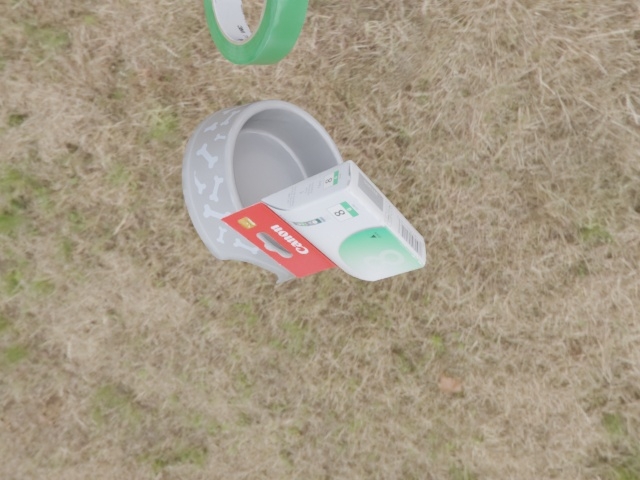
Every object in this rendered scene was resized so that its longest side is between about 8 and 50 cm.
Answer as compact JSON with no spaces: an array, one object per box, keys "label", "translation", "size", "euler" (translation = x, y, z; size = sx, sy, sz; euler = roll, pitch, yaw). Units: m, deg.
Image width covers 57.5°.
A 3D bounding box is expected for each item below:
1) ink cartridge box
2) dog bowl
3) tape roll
[{"label":"ink cartridge box","translation":[0.000,0.000,0.785],"size":[0.225,0.056,0.181],"euler":[-21,135,31]},{"label":"dog bowl","translation":[-0.079,-0.098,1.076],"size":[0.102,0.349,0.348],"euler":[-16,108,42]},{"label":"tape roll","translation":[-0.145,-0.538,1.237],"size":[0.321,0.077,0.321],"euler":[20,116,49]}]
